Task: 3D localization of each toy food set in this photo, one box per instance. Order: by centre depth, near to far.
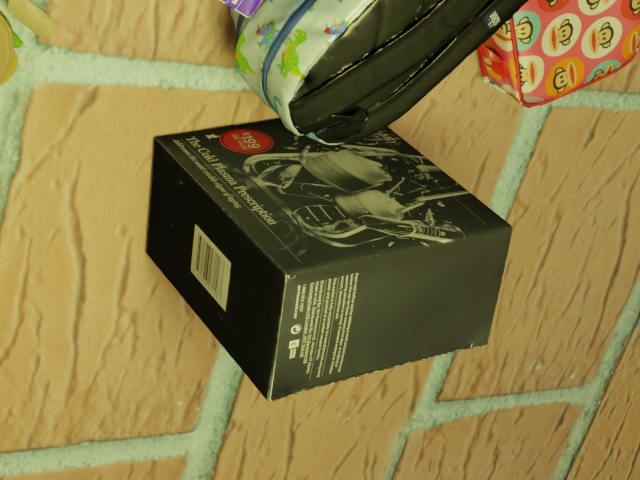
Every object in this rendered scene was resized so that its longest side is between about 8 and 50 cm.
[{"bbox_3d":[-0.391,-0.206,1.497,0.192,0.038,0.132,-43,128,6],"label":"toy food set"}]

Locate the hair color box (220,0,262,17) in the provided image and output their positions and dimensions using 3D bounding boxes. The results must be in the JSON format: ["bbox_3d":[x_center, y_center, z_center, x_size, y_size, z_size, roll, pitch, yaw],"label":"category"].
[{"bbox_3d":[-0.198,-0.371,1.404,0.339,0.185,0.110,28,103,-44],"label":"hair color box"}]

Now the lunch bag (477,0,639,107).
[{"bbox_3d":[0.301,-0.324,1.840,0.258,0.120,0.293,-27,133,-16],"label":"lunch bag"}]

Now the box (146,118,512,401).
[{"bbox_3d":[0.000,0.000,1.701,0.312,0.343,0.179,-11,126,-30],"label":"box"}]

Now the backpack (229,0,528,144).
[{"bbox_3d":[0.067,-0.274,1.609,0.355,0.273,0.290,-57,155,6],"label":"backpack"}]
